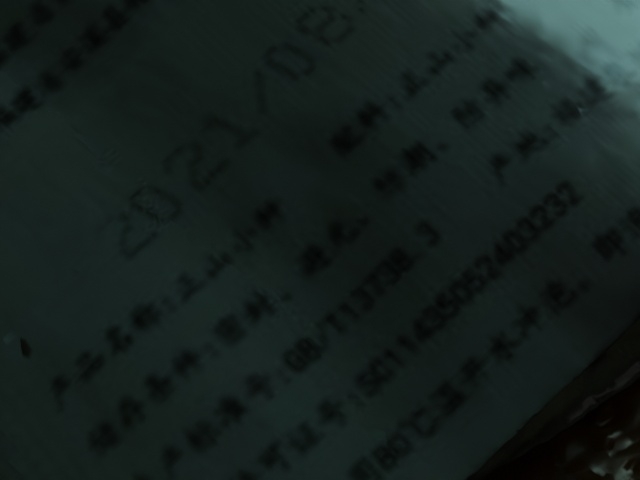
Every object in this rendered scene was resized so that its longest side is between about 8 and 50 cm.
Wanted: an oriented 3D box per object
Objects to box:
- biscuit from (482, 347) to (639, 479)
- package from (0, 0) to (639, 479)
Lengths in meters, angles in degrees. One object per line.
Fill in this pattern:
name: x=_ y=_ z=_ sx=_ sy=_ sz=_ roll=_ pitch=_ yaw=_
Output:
biscuit: x=0.106 y=0.067 z=0.443 sx=0.324 sy=0.205 sz=0.049 roll=14 pitch=-34 yaw=6
package: x=-0.002 y=-0.038 z=0.442 sx=0.204 sy=0.251 sz=0.062 roll=43 pitch=-23 yaw=24
